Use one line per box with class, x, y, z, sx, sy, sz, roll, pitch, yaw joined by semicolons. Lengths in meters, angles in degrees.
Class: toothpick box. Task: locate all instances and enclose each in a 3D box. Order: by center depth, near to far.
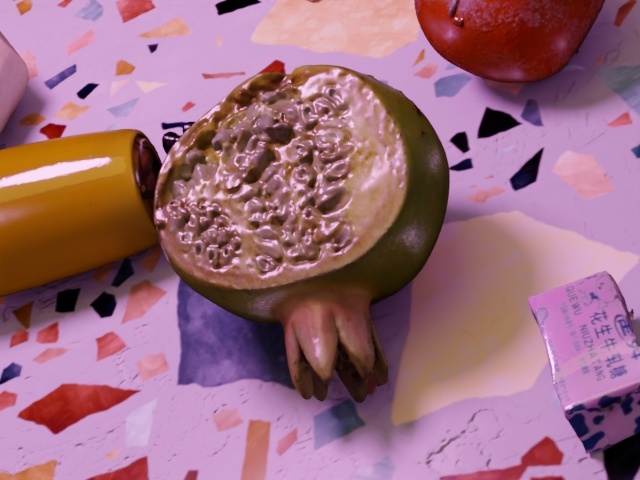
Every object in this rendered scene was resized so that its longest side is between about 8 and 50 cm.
toothpick box;-0.314;-0.039;1.784;0.271;0.175;0.175;-14;43;10

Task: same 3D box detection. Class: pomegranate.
pomegranate;0.000;0.000;1.571;0.310;0.216;0.358;-17;73;12

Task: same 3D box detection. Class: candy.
candy;0.263;0.111;1.406;0.092;0.073;0.160;-23;42;12

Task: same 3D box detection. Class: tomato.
tomato;0.225;-0.289;1.740;0.232;0.188;0.232;-26;42;26

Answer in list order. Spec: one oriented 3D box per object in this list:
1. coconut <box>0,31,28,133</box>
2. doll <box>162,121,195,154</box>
coconut;-0.511;-0.224;2.049;0.202;0.202;0.222;-6;48;23
doll;-0.110;-0.117;1.830;0.195;0.070;0.096;12;38;41
